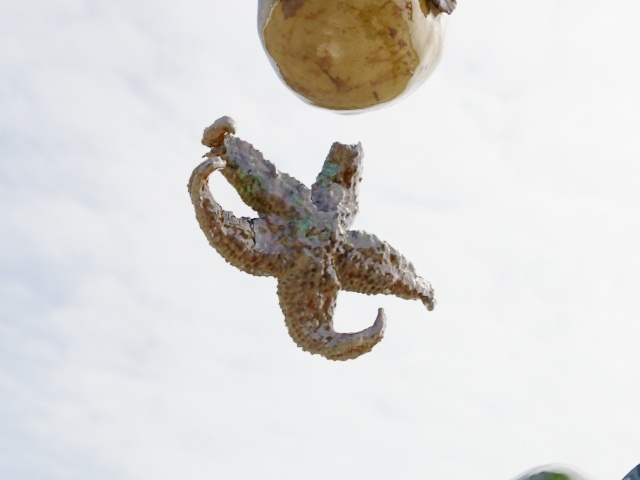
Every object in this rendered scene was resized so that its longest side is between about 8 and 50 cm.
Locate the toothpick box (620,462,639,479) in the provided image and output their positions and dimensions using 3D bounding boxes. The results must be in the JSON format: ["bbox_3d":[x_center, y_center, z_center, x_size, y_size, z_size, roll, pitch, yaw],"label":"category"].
[{"bbox_3d":[0.276,0.227,1.019,0.101,0.153,0.101,-13,-45,-13],"label":"toothpick box"}]

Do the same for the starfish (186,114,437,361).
[{"bbox_3d":[-0.005,0.000,1.004,0.210,0.150,0.053,24,-12,-24],"label":"starfish"}]

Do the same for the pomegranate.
[{"bbox_3d":[0.042,-0.245,1.574,0.215,0.215,0.215,18,-25,9],"label":"pomegranate"}]

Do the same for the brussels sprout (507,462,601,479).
[{"bbox_3d":[0.158,0.242,0.998,0.144,0.180,0.161,-1,34,-40],"label":"brussels sprout"}]
